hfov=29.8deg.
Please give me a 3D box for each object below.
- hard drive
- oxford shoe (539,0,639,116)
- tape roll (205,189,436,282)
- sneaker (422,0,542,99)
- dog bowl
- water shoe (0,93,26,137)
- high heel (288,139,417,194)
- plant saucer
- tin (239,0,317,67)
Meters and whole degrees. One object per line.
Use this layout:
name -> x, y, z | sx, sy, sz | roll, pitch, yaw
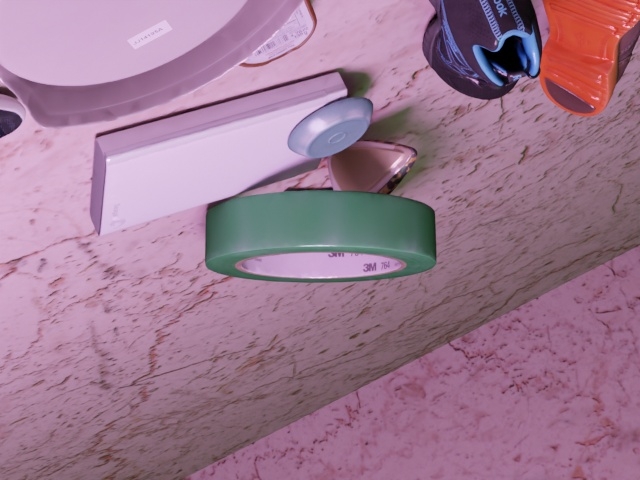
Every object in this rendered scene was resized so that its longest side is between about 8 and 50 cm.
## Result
hard drive -> -0.130, -0.105, 1.486 | 0.307, 0.040, 0.203 | -19, 160, -21
oxford shoe -> 0.352, -0.311, 1.482 | 0.133, 0.130, 0.364 | -53, 164, -24
tape roll -> 0.000, 0.000, 1.672 | 0.321, 0.077, 0.321 | 0, 170, 0
sneaker -> 0.195, -0.224, 1.422 | 0.125, 0.140, 0.341 | -27, 161, 6
dog bowl -> -0.171, -0.232, 1.005 | 0.348, 0.102, 0.349 | -22, 161, -8
water shoe -> -0.380, -0.081, 1.171 | 0.203, 0.080, 0.073 | -18, 160, -20
high heel -> 0.085, -0.083, 1.715 | 0.186, 0.093, 0.261 | 1, 163, -44
plant saucer -> 0.017, -0.135, 1.496 | 0.119, 0.021, 0.119 | -23, 161, -8
tin -> -0.061, -0.237, 1.231 | 0.106, 0.040, 0.190 | -30, 161, 1
